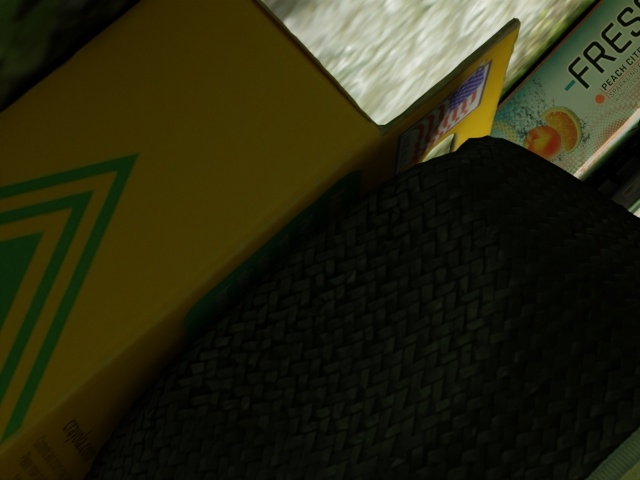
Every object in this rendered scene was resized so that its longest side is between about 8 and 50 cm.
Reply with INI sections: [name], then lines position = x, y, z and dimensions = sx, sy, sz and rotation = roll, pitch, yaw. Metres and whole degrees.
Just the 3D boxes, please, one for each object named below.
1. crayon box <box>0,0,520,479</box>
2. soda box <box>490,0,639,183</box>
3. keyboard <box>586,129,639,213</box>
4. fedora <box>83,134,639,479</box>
[crayon box]
position = -0.088, 0.041, 0.573
dimensions = 0.323, 0.083, 0.203
rotation = -40, 167, -12
[soda box]
position = 0.173, -0.105, 0.950
dimensions = 0.183, 0.058, 0.063
rotation = -46, 168, 13
[keyboard]
position = 0.168, -0.052, 1.048
dimensions = 0.317, 0.033, 0.201
rotation = -44, -170, 7
[fedora]
position = 0.025, 0.088, 0.532
dimensions = 0.334, 0.152, 0.334
rotation = -43, 165, -14
